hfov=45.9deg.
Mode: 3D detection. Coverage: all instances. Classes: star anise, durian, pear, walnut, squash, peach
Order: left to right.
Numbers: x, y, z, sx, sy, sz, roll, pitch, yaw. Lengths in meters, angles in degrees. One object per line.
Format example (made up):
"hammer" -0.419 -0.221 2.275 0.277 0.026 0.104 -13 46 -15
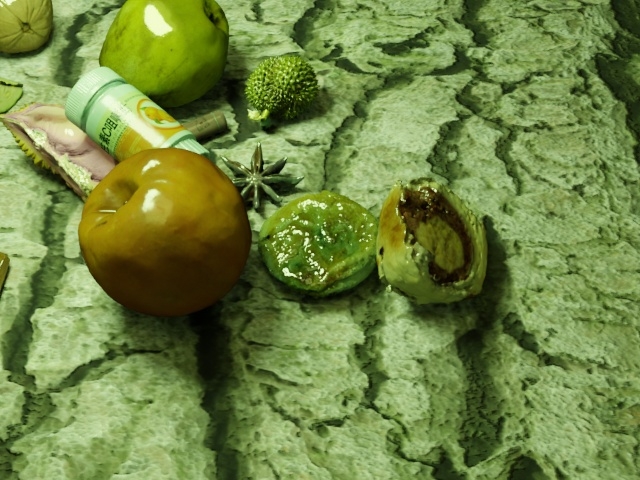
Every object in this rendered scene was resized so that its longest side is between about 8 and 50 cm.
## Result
"squash" -0.912 -0.391 1.909 0.252 0.093 0.169 19 13 14
"walnut" -0.823 -0.612 2.008 0.228 0.228 0.228 -1 54 1
"durian" -0.577 -0.196 1.763 0.341 0.112 0.191 39 33 10
"pear" -0.397 -0.460 1.854 0.375 0.287 0.287 -27 56 5
"peach" -0.294 -0.009 1.503 0.342 0.301 0.343 -23 45 25
"star anise" -0.151 -0.141 1.733 0.204 0.061 0.181 -25 69 -9
"durian" -0.101 -0.381 1.853 0.198 0.146 0.159 -20 54 -16

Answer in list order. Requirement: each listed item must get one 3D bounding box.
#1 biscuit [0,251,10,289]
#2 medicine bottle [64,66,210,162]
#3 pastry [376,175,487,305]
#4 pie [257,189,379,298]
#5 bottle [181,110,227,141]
"biscuit" -0.780 0.089 1.607 0.215 0.034 0.182 -1 54 4
"medicine bottle" -0.409 -0.238 1.711 0.318 0.158 0.158 38 63 8
"pastry" 0.213 0.014 1.553 0.236 0.170 0.256 23 51 -32
"pie" 0.000 0.000 1.620 0.277 0.078 0.277 0 53 0
"bottle" -0.297 -0.269 1.836 0.140 0.053 0.053 -26 58 -16
